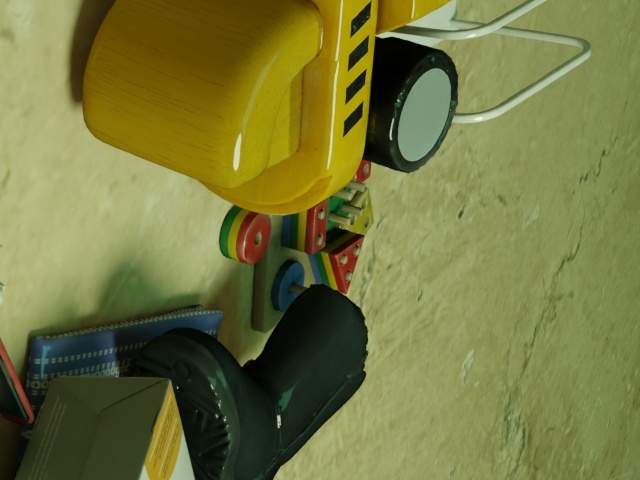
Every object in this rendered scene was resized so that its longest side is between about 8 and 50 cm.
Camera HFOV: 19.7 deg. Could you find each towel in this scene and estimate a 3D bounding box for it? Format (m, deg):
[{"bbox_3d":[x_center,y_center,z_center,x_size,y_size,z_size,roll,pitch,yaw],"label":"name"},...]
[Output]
[{"bbox_3d":[-0.173,0.220,1.419,0.243,0.040,0.336,-9,111,-61],"label":"towel"}]

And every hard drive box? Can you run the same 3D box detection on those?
[{"bbox_3d":[-0.144,0.238,1.284,0.181,0.089,0.232,-76,163,-49],"label":"hard drive box"}]

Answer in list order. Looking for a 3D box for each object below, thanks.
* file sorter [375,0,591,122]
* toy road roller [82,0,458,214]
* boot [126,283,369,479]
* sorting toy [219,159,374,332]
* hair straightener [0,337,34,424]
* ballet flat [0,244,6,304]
[{"bbox_3d":[0.092,-0.254,1.429,0.193,0.173,0.277,-33,124,-42],"label":"file sorter"},{"bbox_3d":[-0.036,-0.173,1.262,0.241,0.203,0.329,-32,135,-48],"label":"toy road roller"},{"bbox_3d":[-0.049,0.100,1.443,0.207,0.094,0.246,-51,151,-33],"label":"boot"},{"bbox_3d":[0.000,0.000,1.622,0.274,0.046,0.132,-35,135,-55],"label":"sorting toy"},{"bbox_3d":[-0.241,0.060,1.150,0.089,0.047,0.230,-53,148,-38],"label":"hair straightener"},{"bbox_3d":[-0.265,0.163,1.062,0.147,0.147,0.408,-4,109,-64],"label":"ballet flat"}]
